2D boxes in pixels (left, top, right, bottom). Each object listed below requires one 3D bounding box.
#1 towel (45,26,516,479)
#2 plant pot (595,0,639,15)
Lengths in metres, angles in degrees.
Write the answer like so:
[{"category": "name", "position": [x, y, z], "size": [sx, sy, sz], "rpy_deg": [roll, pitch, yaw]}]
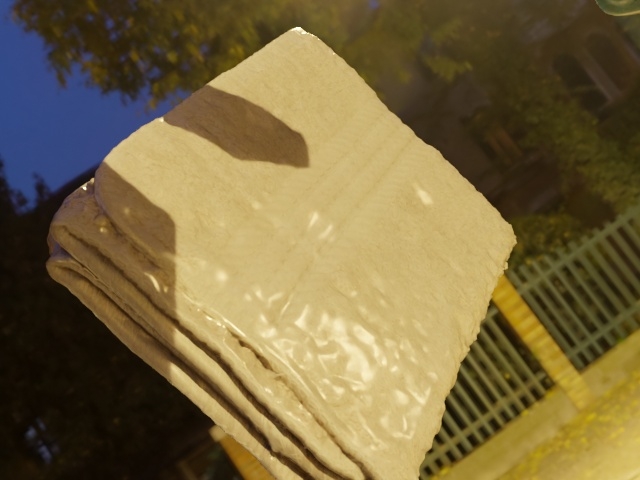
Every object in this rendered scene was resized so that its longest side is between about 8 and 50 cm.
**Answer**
[{"category": "towel", "position": [0.000, 0.000, 0.508], "size": [0.049, 0.187, 0.282], "rpy_deg": [-44, 3, 32]}, {"category": "plant pot", "position": [0.272, -0.280, 0.683], "size": [0.247, 0.247, 0.252], "rpy_deg": [-2, 39, 50]}]
